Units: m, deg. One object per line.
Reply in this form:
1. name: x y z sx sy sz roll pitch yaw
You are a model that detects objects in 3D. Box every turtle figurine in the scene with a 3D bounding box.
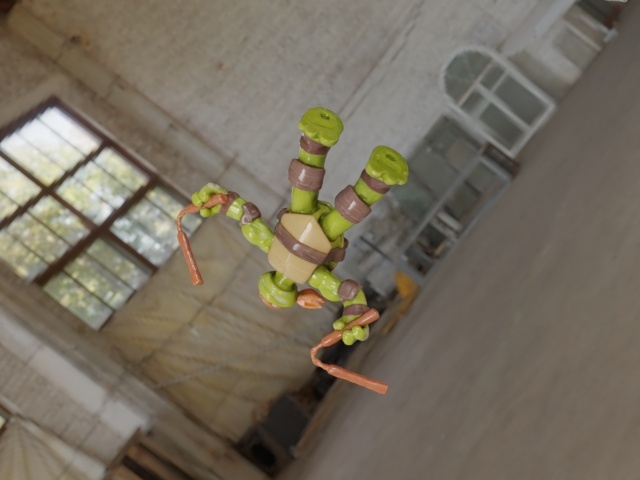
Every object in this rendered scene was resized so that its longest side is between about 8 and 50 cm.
1. turtle figurine: 0.000 0.000 1.052 0.087 0.269 0.217 -27 -28 -54
